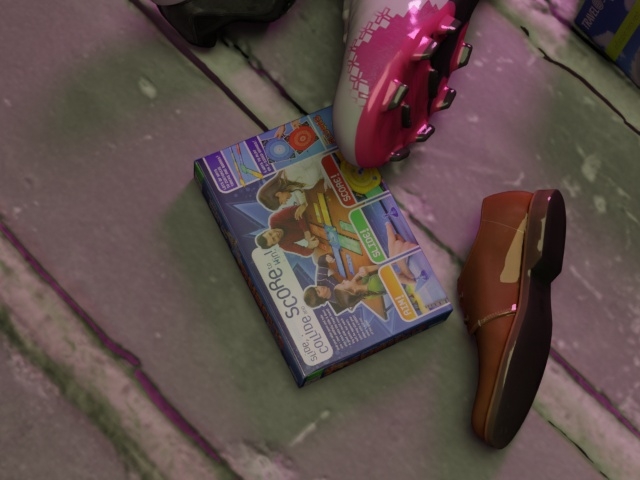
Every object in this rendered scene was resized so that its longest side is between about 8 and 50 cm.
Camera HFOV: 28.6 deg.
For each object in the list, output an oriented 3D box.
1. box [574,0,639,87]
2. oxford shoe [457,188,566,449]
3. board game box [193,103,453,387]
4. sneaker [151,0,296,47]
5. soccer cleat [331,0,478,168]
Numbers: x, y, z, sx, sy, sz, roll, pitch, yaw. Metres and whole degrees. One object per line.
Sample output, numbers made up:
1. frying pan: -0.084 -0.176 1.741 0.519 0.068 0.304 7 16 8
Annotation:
1. box: 0.289 -0.177 1.070 0.042 0.109 0.178 -39 78 -16
2. oxford shoe: 0.142 0.061 0.999 0.076 0.076 0.212 3 69 27
3. board game box: 0.000 0.000 1.012 0.136 0.035 0.201 -23 74 -14
4. sneaker: -0.040 -0.244 1.062 0.234 0.106 0.078 -34 47 -6
5. soccer cleat: 0.064 -0.199 1.059 0.143 0.116 0.331 19 60 20
